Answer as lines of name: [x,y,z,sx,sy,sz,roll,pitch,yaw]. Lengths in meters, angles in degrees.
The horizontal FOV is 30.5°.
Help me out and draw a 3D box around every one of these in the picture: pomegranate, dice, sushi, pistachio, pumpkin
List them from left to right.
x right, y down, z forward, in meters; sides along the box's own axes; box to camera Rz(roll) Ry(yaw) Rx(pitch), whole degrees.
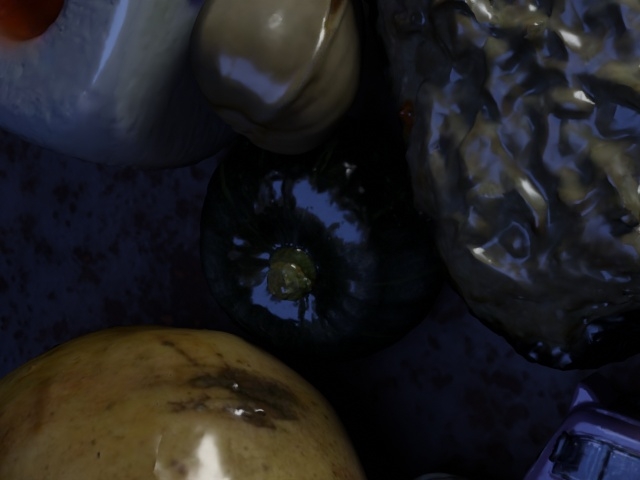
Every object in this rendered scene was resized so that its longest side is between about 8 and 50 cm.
dice: [-0.139,-0.165,0.779,0.194,0.192,0.193,26,106,23]
pomegranate: [-0.109,0.202,0.752,0.322,0.322,0.322,3,97,28]
pistachio: [-0.022,-0.117,0.688,0.113,0.113,0.149,-8,49,29]
pumpkin: [0.001,-0.002,0.758,0.167,0.125,0.167,0,89,20]
sushi: [0.134,-0.107,0.648,0.211,0.171,0.350,-15,87,31]

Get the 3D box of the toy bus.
toy bus: [0.218,0.159,0.674,0.198,0.096,0.108,20,101,23]

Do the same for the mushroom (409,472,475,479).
mushroom: [0.152,0.246,0.722,0.278,0.096,0.099,40,114,15]
